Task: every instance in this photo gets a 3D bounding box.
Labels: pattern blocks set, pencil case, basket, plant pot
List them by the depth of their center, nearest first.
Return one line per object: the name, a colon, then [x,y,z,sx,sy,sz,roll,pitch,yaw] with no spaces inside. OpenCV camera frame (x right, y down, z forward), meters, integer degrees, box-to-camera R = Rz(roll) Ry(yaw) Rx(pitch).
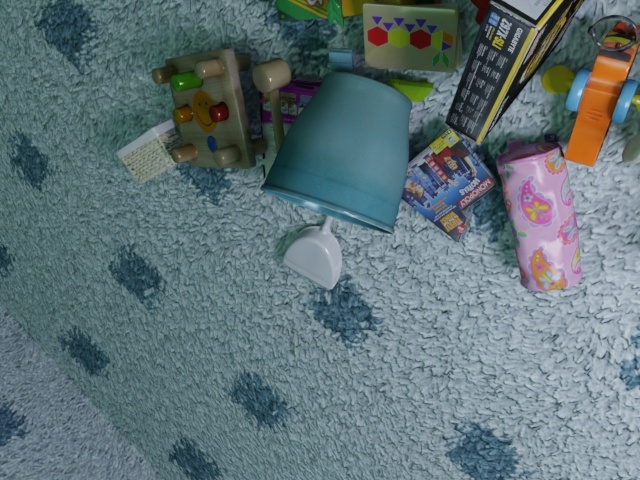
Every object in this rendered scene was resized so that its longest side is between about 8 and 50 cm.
pattern blocks set: [0.169,-0.369,1.192,0.325,0.026,0.285,13,145,6]
pencil case: [0.410,-0.047,1.230,0.124,0.124,0.284,-6,110,34]
plant pot: [0.051,-0.175,1.270,0.272,0.272,0.255,18,90,23]
basket: [-0.402,-0.223,1.634,0.167,0.113,0.103,-21,104,38]

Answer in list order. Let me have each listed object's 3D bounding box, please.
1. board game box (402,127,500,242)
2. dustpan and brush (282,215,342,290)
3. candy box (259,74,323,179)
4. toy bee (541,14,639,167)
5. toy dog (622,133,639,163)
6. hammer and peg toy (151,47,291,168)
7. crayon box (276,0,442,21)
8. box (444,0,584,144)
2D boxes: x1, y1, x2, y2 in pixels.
board game box: [0.261,-0.103,1.324,0.194,0.060,0.194,50,129,-2]
dustpan and brush: [0.000,0.000,1.550,0.147,0.060,0.211,29,133,14]
candy box: [-0.047,-0.236,1.435,0.159,0.071,0.233,15,121,26]
toy bee: [0.482,-0.265,1.066,0.195,0.162,0.298,33,152,3]
toy dog: [0.654,-0.123,0.939,0.395,0.284,0.408,-12,108,22]
hammer and peg toy: [-0.211,-0.272,1.413,0.361,0.127,0.266,11,117,47]
crayon box: [0.058,-0.522,1.213,0.319,0.081,0.202,5,117,29]
box: [0.310,-0.318,0.968,0.079,0.257,0.322,35,165,10]
